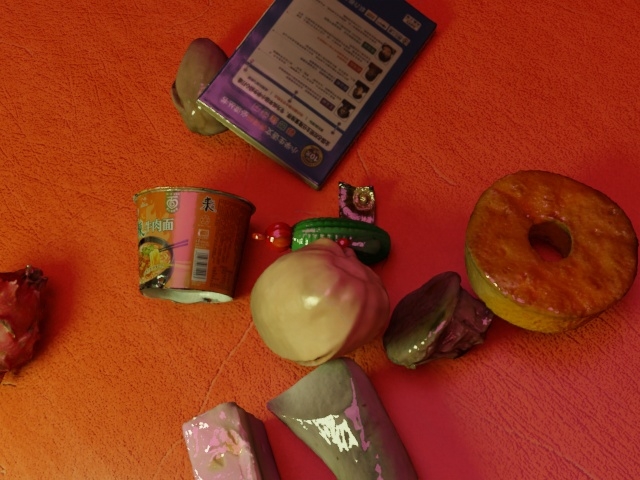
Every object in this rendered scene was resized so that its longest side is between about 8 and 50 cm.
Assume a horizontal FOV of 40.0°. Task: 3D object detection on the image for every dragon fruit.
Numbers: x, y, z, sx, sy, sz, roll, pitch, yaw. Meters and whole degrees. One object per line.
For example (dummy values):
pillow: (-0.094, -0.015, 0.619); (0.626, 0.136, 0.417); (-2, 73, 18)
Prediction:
dragon fruit: (-0.632, 0.152, 1.686); (0.205, 0.210, 0.268); (38, 72, 15)

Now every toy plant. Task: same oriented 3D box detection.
toy plant: (0.008, 0.000, 1.600); (0.241, 0.154, 0.088); (5, 94, 10)

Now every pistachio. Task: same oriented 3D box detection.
pistachio: (-0.010, 0.112, 1.489); (0.194, 0.318, 0.213); (23, 65, -23)
pistachio: (-0.236, -0.320, 1.816); (0.138, 0.153, 0.237); (-45, 52, 39)

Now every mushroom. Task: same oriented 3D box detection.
mushroom: (0.074, 0.392, 1.425); (0.177, 0.126, 0.397); (-34, 63, 10)

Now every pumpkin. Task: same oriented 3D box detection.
pumpkin: (0.070, -0.061, 1.671); (0.073, 0.035, 0.101); (2, 89, 12)

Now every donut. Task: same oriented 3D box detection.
donut: (0.373, 0.024, 1.465); (0.303, 0.110, 0.302); (4, 52, -5)

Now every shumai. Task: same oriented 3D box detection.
shumai: (0.206, 0.149, 1.503); (0.120, 0.201, 0.201); (40, 79, -15)

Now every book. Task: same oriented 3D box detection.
book: (-0.001, -0.351, 1.747); (0.300, 0.039, 0.428); (37, 79, -1)

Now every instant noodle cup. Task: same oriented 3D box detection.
instant noodle cup: (-0.239, 0.016, 1.630); (0.230, 0.230, 0.182); (-1, 77, 15)

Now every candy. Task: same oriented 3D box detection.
candy: (-0.130, 0.413, 1.452); (0.116, 0.155, 0.265); (-24, 63, 8)
